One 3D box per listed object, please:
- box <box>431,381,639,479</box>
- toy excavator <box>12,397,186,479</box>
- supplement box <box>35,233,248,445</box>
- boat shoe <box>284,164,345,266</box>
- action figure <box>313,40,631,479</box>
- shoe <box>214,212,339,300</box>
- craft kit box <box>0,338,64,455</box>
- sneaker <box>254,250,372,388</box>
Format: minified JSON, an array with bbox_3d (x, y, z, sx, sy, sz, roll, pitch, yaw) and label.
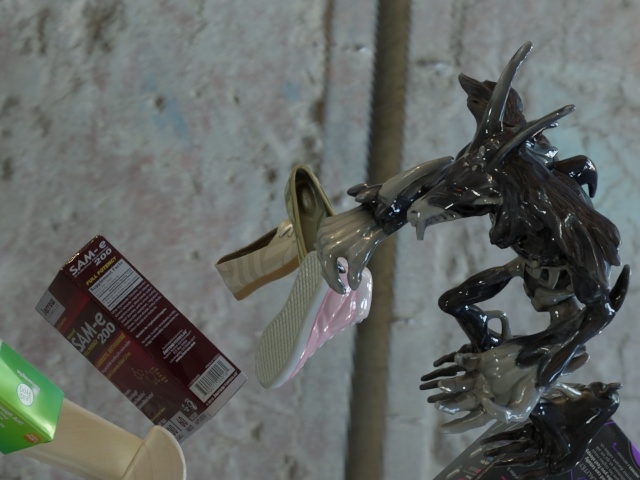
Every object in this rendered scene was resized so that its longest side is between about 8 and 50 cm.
[{"bbox_3d":[0.228,0.305,1.657,0.270,0.143,0.165,-40,93,-11],"label":"box"},{"bbox_3d":[-0.413,0.205,1.426,0.445,0.222,0.433,-34,74,-18],"label":"toy excavator"},{"bbox_3d":[-0.209,0.118,1.691,0.239,0.130,0.073,44,57,0],"label":"supplement box"},{"bbox_3d":[0.002,-0.001,1.453,0.056,0.048,0.153,-16,71,-5],"label":"boat shoe"},{"bbox_3d":[0.088,0.027,0.786,0.141,0.164,0.275,-27,140,-10],"label":"action figure"},{"bbox_3d":[-0.054,0.011,1.816,0.058,0.219,0.076,52,43,-7],"label":"shoe"},{"bbox_3d":[-0.383,0.109,1.192,0.250,0.247,0.061,49,36,-37],"label":"craft kit box"},{"bbox_3d":[-0.001,0.072,1.228,0.070,0.051,0.134,10,118,-36],"label":"sneaker"}]
